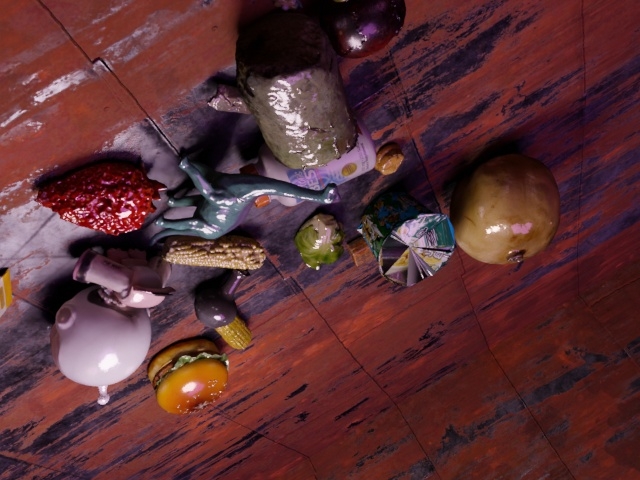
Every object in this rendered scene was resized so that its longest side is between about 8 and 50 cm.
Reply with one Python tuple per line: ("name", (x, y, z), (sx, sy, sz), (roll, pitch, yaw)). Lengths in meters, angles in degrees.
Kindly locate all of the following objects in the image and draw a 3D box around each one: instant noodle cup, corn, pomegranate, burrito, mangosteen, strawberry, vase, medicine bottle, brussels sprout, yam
("instant noodle cup", (0.227, -0.017, 2.035), (0.240, 0.178, 0.240), (-12, 126, -17))
("corn", (-0.256, 0.026, 1.825), (0.288, 0.086, 0.086), (5, 135, -41))
("corn", (-0.259, 0.254, 2.155), (0.080, 0.080, 0.238), (-30, 151, -2))
("pomegranate", (0.537, -0.082, 2.129), (0.332, 0.332, 0.332), (-22, 148, -14))
("burrito", (-0.157, -0.282, 1.507), (0.171, 0.042, 0.051), (5, 124, -46))
("mangosteen", (0.071, -0.436, 1.385), (0.166, 0.166, 0.180), (-32, 125, 3))
("strawberry", (-0.439, -0.085, 1.496), (0.228, 0.098, 0.174), (8, 131, -48))
("vase", (-0.256, 0.144, 1.980), (0.183, 0.120, 0.120), (-54, 144, 10))
("medicine bottle", (-0.032, -0.175, 1.654), (0.289, 0.157, 0.157), (-26, 149, -8))
("brussels sprout", (0.000, 0.002, 2.006), (0.139, 0.100, 0.181), (-1, 154, -9))
("yam", (-0.046, -0.281, 1.436), (0.195, 0.195, 0.300), (-30, 142, -2))

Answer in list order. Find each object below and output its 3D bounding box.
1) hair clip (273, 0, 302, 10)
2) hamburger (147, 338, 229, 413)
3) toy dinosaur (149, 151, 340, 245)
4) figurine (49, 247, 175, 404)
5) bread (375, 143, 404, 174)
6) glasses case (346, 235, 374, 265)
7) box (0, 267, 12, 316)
("hair clip", (-0.085, -0.454, 1.329), (0.049, 0.049, 0.173), (-38, 150, 12))
("hamburger", (-0.382, 0.413, 2.191), (0.246, 0.170, 0.246), (-21, 150, -13))
("toy dinosaur", (-0.171, -0.047, 1.592), (0.331, 0.129, 0.383), (23, 136, -9))
("figurine", (-0.496, 0.187, 1.729), (0.253, 0.211, 0.361), (15, 121, -37))
("bread", (0.175, -0.205, 1.896), (0.081, 0.046, 0.083), (-32, 148, -8))
("glasses case", (0.186, -0.009, 2.181), (0.218, 0.049, 0.075), (-28, 147, -4))
("box", (-0.733, 0.176, 1.558), (0.033, 0.247, 0.129), (21, 136, 2))
